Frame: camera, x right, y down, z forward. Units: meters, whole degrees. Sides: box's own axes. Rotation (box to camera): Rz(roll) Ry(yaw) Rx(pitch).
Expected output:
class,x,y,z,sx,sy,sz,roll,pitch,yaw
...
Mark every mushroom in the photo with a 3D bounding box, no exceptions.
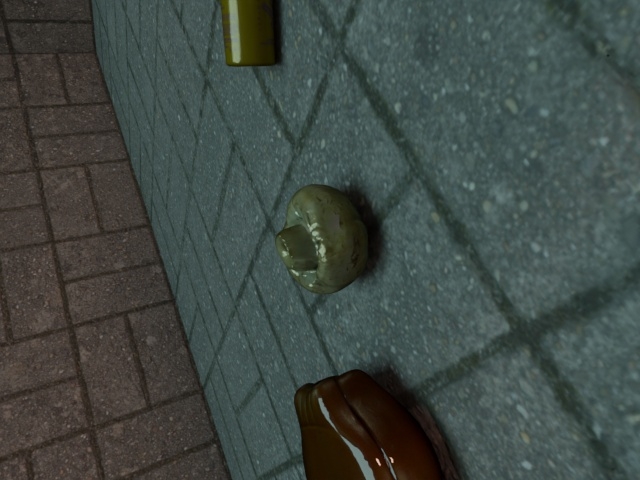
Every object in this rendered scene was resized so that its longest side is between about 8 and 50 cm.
class,x,y,z,sx,sy,sz,roll,pitch,yaw
mushroom,0.000,0.000,0.607,0.148,0.112,0.148,47,149,41

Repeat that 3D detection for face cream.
class,x,y,z,sx,sy,sz,roll,pitch,yaw
face cream,-0.111,-0.400,0.675,0.078,0.078,0.274,31,128,54

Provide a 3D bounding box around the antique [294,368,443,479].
class,x,y,z,sx,sy,sz,roll,pitch,yaw
antique,0.065,0.305,0.597,0.278,0.129,0.223,67,151,18
